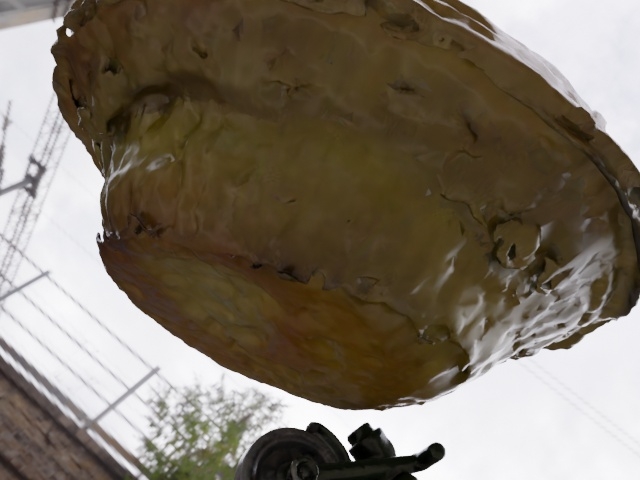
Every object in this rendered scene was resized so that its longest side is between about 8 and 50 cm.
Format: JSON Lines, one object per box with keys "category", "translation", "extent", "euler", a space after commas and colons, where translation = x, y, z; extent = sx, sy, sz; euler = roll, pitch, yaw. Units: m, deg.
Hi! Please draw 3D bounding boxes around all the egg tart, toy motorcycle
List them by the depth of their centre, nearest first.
{"category": "egg tart", "translation": [0.000, 0.000, 0.549], "extent": [0.443, 0.178, 0.443], "euler": [20, -24, 9]}
{"category": "toy motorcycle", "translation": [0.035, 0.259, 0.560], "extent": [0.275, 0.127, 0.205], "euler": [54, -35, 14]}
